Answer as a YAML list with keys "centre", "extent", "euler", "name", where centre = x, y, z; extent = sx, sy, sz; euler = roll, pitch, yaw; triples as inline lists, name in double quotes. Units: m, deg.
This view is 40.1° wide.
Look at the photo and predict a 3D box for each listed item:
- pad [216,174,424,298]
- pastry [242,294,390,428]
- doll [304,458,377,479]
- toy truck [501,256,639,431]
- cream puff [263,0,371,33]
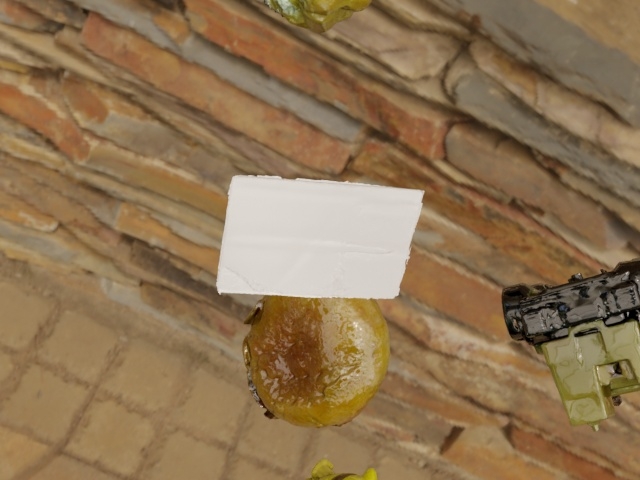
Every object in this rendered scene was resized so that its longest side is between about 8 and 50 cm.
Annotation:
- centre: [0.000, 0.000, 1.024]
  extent: [0.232, 0.156, 0.004]
  euler: [3, 27, -16]
  name: "pad"
- centre: [-0.015, 0.223, 1.837]
  extent: [0.164, 0.356, 0.356]
  euler: [10, 47, -52]
  name: "pastry"
- centre: [0.062, 0.552, 1.755]
  extent: [0.145, 0.363, 0.199]
  euler: [40, 84, -29]
  name: "doll"
- centre: [0.260, 0.085, 0.772]
  extent: [0.257, 0.127, 0.127]
  euler: [5, 68, -63]
  name: "toy truck"
- centre: [0.012, -0.256, 0.738]
  extent: [0.121, 0.156, 0.156]
  euler: [-11, 61, -38]
  name: "cream puff"
